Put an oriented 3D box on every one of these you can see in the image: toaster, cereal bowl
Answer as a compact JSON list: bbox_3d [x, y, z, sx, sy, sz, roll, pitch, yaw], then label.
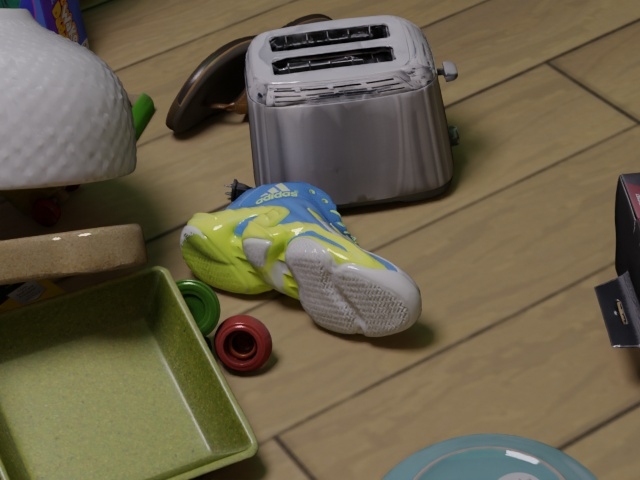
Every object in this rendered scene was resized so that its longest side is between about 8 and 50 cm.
[{"bbox_3d":[0.015,-0.117,1.399,0.227,0.146,0.129,-7,38,0],"label":"toaster"},{"bbox_3d":[-0.325,-0.125,1.267,0.339,0.141,0.339,0,9,0],"label":"cereal bowl"}]

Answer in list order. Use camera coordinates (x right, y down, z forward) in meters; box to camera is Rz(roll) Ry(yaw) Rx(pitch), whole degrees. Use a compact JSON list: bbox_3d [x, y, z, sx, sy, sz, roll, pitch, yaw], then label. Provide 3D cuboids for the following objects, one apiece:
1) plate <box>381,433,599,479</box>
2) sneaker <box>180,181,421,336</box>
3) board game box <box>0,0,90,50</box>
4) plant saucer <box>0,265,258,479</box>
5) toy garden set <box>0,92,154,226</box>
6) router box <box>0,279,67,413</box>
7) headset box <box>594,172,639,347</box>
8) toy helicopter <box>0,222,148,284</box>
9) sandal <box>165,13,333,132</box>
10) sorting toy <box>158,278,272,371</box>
[{"bbox_3d":[0.121,0.202,1.086,0.188,0.024,0.188,-5,38,4],"label":"plate"},{"bbox_3d":[0.000,0.000,1.301,0.240,0.091,0.126,18,44,28],"label":"sneaker"},{"bbox_3d":[-0.435,-0.278,1.595,0.347,0.233,0.078,6,41,15],"label":"board game box"},{"bbox_3d":[-0.170,0.127,1.163,0.188,0.045,0.188,-18,59,-22],"label":"plant saucer"},{"bbox_3d":[-0.316,-0.103,1.507,0.244,0.049,0.203,6,40,15],"label":"toy garden set"},{"bbox_3d":[-0.266,0.108,1.239,0.133,0.046,0.179,28,50,34],"label":"router box"},{"bbox_3d":[0.367,0.038,1.184,0.293,0.110,0.218,-6,38,0],"label":"headset box"},{"bbox_3d":[-0.308,0.029,1.144,0.355,0.140,0.235,-7,-1,-23],"label":"toy helicopter"},{"bbox_3d":[-0.059,-0.163,1.537,0.219,0.090,0.060,-26,64,-32],"label":"sandal"},{"bbox_3d":[-0.087,0.072,1.251,0.102,0.061,0.042,37,13,-1],"label":"sorting toy"}]
